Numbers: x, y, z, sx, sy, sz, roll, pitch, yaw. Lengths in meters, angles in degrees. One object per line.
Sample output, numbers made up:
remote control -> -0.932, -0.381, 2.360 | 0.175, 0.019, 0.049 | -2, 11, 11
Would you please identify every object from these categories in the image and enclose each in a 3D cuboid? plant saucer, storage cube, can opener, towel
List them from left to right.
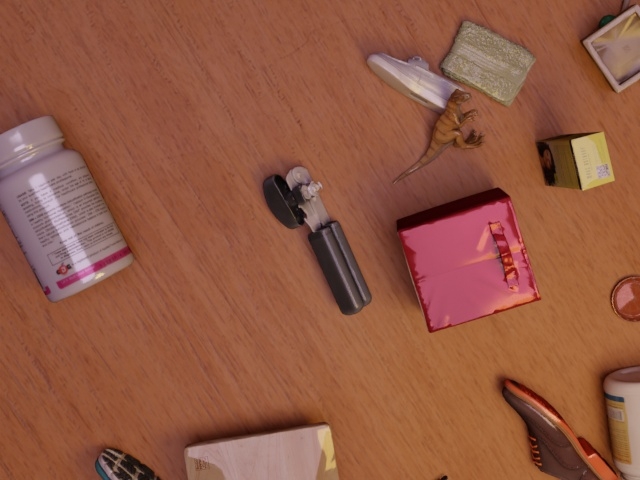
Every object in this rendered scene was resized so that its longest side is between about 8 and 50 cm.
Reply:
can opener -> 0.000, 0.000, 1.862 | 0.093, 0.074, 0.280 | -26, 95, 33
storage cube -> 0.245, 0.030, 1.803 | 0.193, 0.215, 0.184 | -18, 96, 5
towel -> 0.294, -0.313, 1.868 | 0.148, 0.027, 0.110 | 27, 91, -5
plant saucer -> 0.565, 0.106, 1.921 | 0.083, 0.013, 0.083 | 0, 94, -4

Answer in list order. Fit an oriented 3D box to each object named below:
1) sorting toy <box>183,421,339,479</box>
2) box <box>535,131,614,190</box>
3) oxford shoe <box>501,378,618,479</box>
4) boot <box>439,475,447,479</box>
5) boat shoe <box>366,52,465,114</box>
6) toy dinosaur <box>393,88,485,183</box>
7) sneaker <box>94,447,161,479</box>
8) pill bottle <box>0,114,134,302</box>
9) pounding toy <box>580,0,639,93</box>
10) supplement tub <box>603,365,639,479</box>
sorting toy -> -0.092, 0.457, 1.872 | 0.255, 0.089, 0.257 | -9, 94, -3
box -> 0.423, -0.134, 1.785 | 0.058, 0.232, 0.087 | -15, 94, -2
oxford shoe -> 0.407, 0.360, 1.893 | 0.098, 0.097, 0.271 | -44, 95, 6
boot -> 0.224, 0.537, 1.908 | 0.137, 0.077, 0.198 | -35, 97, -5
boat shoe -> 0.169, -0.284, 1.846 | 0.184, 0.066, 0.063 | 29, 82, -4
toy dinosaur -> 0.218, -0.181, 1.853 | 0.112, 0.064, 0.211 | 15, 127, -16
sneaker -> -0.314, 0.489, 1.860 | 0.110, 0.107, 0.275 | -34, 93, 13
pill bottle -> -0.443, -0.054, 1.778 | 0.160, 0.160, 0.283 | -26, 96, -1
pounding toy -> 0.530, -0.353, 1.854 | 0.130, 0.100, 0.141 | -34, 93, 14
supplement tub -> 0.581, 0.331, 1.874 | 0.144, 0.144, 0.200 | -8, 95, -3
